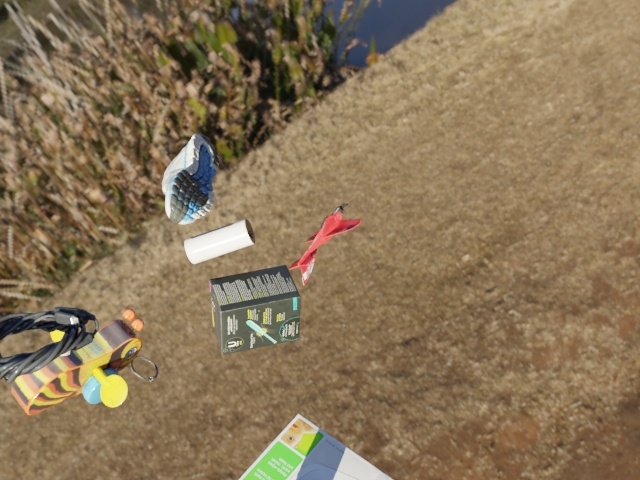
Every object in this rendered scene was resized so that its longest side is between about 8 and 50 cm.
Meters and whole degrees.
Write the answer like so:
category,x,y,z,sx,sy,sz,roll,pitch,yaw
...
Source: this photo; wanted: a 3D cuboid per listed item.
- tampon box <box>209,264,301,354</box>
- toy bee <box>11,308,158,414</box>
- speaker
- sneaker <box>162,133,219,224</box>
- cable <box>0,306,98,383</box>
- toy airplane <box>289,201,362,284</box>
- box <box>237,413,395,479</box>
category,x,y,z,sx,sy,sz,roll,pitch,yaw
tampon box,-0.130,0.136,1.496,0.161,0.120,0.101,-9,40,-17
toy bee,-0.390,0.191,1.332,0.162,0.195,0.298,-59,-4,24
speaker,-0.201,0.002,1.521,0.136,0.055,0.055,-18,32,9
sneaker,-0.202,-0.077,1.116,0.083,0.071,0.191,-33,28,25
cable,-0.408,0.144,1.047,0.184,0.047,0.150,2,31,28
toy airplane,0.000,0.000,1.167,0.151,0.028,0.151,-44,20,20
box,-0.003,0.429,1.101,0.262,0.127,0.231,28,57,34
